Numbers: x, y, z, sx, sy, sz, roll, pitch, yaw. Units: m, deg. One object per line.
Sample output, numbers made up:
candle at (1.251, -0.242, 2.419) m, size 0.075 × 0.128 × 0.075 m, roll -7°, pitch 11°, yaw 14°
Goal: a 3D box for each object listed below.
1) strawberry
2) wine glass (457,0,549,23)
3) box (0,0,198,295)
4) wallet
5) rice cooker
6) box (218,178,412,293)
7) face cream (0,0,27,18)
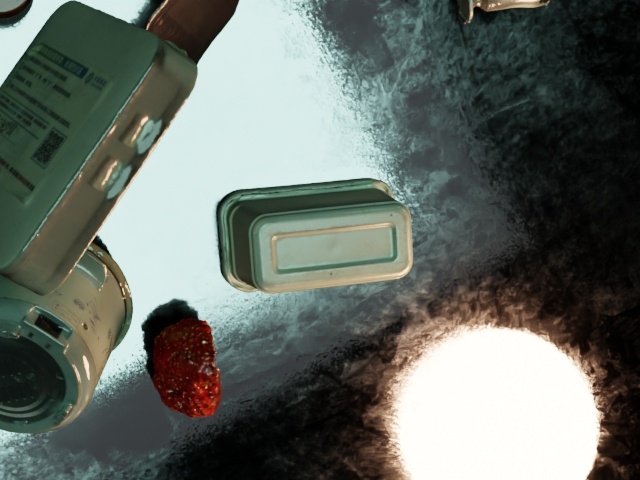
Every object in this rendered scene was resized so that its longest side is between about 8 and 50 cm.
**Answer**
strawberry at (-0.216, 0.219, 1.847) m, size 0.098 × 0.228 × 0.174 m, roll -5°, pitch 98°, yaw -14°
wine glass at (0.316, -0.424, 1.990) m, size 0.155 × 0.072 × 0.072 m, roll -15°, pitch 101°, yaw -12°
box at (-0.382, -0.150, 1.670) m, size 0.111 × 0.396 × 0.396 m, roll 36°, pitch 87°, yaw -39°
wallet at (-0.147, -0.424, 1.790) m, size 0.041 × 0.247 × 0.323 m, roll 37°, pitch 91°, yaw 11°
rice cooker at (-0.433, 0.129, 1.752) m, size 0.264 × 0.316 × 0.316 m, roll 32°, pitch 88°, yaw -12°
box at (0.000, 0.000, 1.901) m, size 0.312 × 0.182 × 0.175 m, roll -6°, pitch 99°, yaw -13°
face cream at (-0.475, -0.377, 1.708) m, size 0.096 × 0.214 × 0.095 m, roll -2°, pitch 97°, yaw -14°
